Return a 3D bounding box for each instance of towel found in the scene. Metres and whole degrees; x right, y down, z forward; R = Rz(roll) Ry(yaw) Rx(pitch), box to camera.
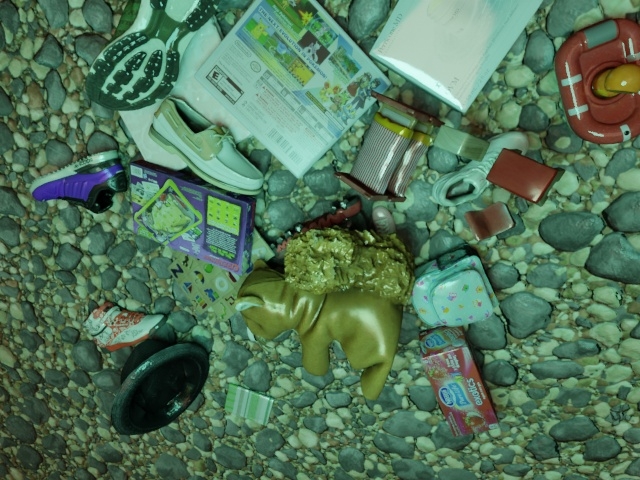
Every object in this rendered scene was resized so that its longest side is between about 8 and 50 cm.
[{"bbox_3d":[-0.343,-0.351,0.984,0.332,0.053,0.316,-18,105,17],"label":"towel"},{"bbox_3d":[-0.230,0.523,1.290,0.152,0.023,0.113,18,110,8],"label":"towel"}]

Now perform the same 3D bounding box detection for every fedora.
[{"bbox_3d":[-0.498,0.412,1.206,0.153,0.334,0.333,34,116,31],"label":"fedora"}]

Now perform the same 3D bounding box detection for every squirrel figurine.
[{"bbox_3d":[0.002,0.113,0.913,0.371,0.281,0.396,16,123,3],"label":"squirrel figurine"}]

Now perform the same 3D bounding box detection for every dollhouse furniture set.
[{"bbox_3d":[0.232,-0.131,0.795,0.374,0.152,0.201,38,116,34],"label":"dollhouse furniture set"}]

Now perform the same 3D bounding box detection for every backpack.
[{"bbox_3d":[0.309,0.123,0.966,0.189,0.144,0.165,-22,109,21],"label":"backpack"}]

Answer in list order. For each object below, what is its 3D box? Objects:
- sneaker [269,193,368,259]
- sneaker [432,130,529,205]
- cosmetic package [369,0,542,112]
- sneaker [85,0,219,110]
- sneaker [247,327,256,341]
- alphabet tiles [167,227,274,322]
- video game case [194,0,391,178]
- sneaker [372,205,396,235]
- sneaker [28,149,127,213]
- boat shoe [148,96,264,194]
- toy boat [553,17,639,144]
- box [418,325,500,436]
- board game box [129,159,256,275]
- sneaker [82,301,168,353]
[{"bbox_3d":[0.000,0.000,1.010,0.276,0.097,0.135,-27,102,20],"label":"sneaker"},{"bbox_3d":[0.353,-0.143,0.874,0.232,0.115,0.090,-41,97,22],"label":"sneaker"},{"bbox_3d":[0.252,-0.409,0.791,0.225,0.138,0.224,32,112,1],"label":"cosmetic package"},{"bbox_3d":[-0.370,-0.461,0.873,0.410,0.158,0.182,-42,53,19],"label":"sneaker"},{"bbox_3d":[-0.132,0.198,1.118,0.121,0.079,0.216,11,110,10],"label":"sneaker"},{"bbox_3d":[-0.283,0.059,1.095,0.343,0.011,0.285,-38,87,30],"label":"alphabet tiles"},{"bbox_3d":[-0.063,-0.358,0.897,0.329,0.036,0.300,44,104,-9],"label":"video game case"},{"bbox_3d":[0.160,-0.016,0.986,0.051,0.070,0.134,-14,105,19],"label":"sneaker"},{"bbox_3d":[-0.656,-0.132,1.101,0.294,0.102,0.146,-17,105,17],"label":"sneaker"},{"bbox_3d":[-0.256,-0.216,0.925,0.303,0.113,0.103,31,119,1],"label":"boat shoe"},{"bbox_3d":[0.552,-0.296,0.758,0.151,0.151,0.230,-19,104,18],"label":"toy boat"},{"bbox_3d":[0.357,0.359,1.045,0.123,0.128,0.256,-21,104,18],"label":"box"},{"bbox_3d":[-0.331,-0.060,1.023,0.347,0.056,0.208,20,116,15],"label":"board game box"},{"bbox_3d":[-0.609,0.247,1.233,0.270,0.090,0.144,-23,105,21],"label":"sneaker"}]
